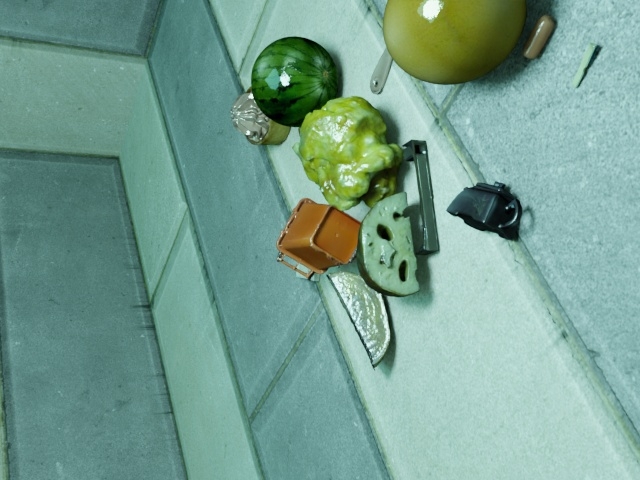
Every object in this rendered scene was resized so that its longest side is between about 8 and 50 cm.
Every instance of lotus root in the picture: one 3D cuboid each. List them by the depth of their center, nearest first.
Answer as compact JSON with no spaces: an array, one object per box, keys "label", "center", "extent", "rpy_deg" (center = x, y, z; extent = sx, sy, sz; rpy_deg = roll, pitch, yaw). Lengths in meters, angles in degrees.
[{"label":"lotus root","center":[0.149,0.016,1.734],"extent":[0.119,0.138,0.234],"rpy_deg":[125,146,-72]}]

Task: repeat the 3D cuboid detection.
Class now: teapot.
[{"label":"teapot","center":[0.328,-0.070,1.504],"extent":[0.177,0.087,0.096],"rpy_deg":[26,88,59]}]

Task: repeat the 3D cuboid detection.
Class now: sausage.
[{"label":"sausage","center":[0.401,-0.374,1.427],"extent":[0.034,0.034,0.083],"rpy_deg":[60,137,44]}]

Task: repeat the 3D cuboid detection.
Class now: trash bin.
[{"label":"trash bin","center":[0.000,0.000,1.926],"extent":[0.184,0.161,0.239],"rpy_deg":[-61,16,-8]}]

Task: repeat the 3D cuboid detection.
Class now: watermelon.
[{"label":"watermelon","center":[-0.071,-0.425,2.084],"extent":[0.242,0.242,0.242],"rpy_deg":[-6,84,61]}]

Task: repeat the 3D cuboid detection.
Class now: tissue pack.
[{"label":"tissue pack","center":[-0.035,0.083,2.208],"extent":[0.108,0.023,0.056],"rpy_deg":[11,98,61]}]

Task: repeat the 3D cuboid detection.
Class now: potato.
[{"label":"potato","center":[0.119,0.182,1.886],"extent":[0.261,0.100,0.120],"rpy_deg":[63,-179,19]}]

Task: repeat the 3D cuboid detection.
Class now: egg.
[{"label":"egg","center":[0.248,-0.424,1.487],"extent":[0.322,0.250,0.250],"rpy_deg":[166,104,-70]}]

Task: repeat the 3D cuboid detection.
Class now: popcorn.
[{"label":"popcorn","center":[0.071,-0.207,1.827],"extent":[0.276,0.226,0.276],"rpy_deg":[57,178,3]}]

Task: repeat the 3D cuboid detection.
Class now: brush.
[{"label":"brush","center":[0.458,-0.303,1.342],"extent":[0.016,0.013,0.083],"rpy_deg":[-113,30,-45]},{"label":"brush","center":[0.163,-0.489,1.840],"extent":[0.072,0.067,0.312],"rpy_deg":[61,141,41]}]

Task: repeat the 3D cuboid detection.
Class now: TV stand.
[{"label":"TV stand","center":[0.222,-0.097,1.730],"extent":[0.049,0.040,0.256],"rpy_deg":[-26,66,58]}]

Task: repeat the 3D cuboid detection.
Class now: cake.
[{"label":"cake","center":[-0.199,-0.388,2.379],"extent":[0.207,0.178,0.185],"rpy_deg":[62,141,47]}]

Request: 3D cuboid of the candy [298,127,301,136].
[{"label":"candy","center":[-0.064,-0.433,2.253],"extent":[0.086,0.059,0.292],"rpy_deg":[147,121,-60]}]
